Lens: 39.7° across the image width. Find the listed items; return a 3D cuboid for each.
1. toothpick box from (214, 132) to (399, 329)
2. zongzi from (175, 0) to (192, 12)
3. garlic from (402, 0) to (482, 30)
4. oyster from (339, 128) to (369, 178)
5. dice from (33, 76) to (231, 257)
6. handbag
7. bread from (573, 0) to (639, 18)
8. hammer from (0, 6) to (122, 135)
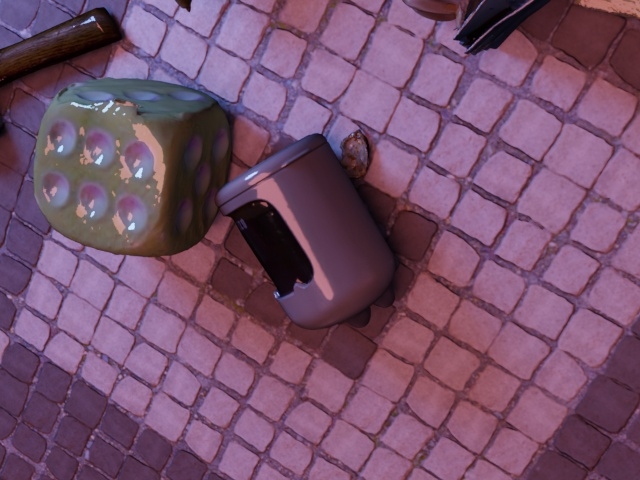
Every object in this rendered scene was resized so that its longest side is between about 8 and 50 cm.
[{"bbox_3d":[0.000,0.000,1.449,0.229,0.229,0.316,-30,95,24],"label":"toothpick box"},{"bbox_3d":[-0.195,-0.602,1.237,0.447,0.181,0.418,-35,113,24],"label":"zongzi"},{"bbox_3d":[0.159,-0.409,1.327,0.194,0.127,0.131,35,71,24],"label":"garlic"},{"bbox_3d":[0.058,-0.145,1.480,0.054,0.019,0.083,12,110,17],"label":"oyster"},{"bbox_3d":[-0.308,-0.130,1.485,0.252,0.250,0.254,15,108,14],"label":"dice"},{"bbox_3d":[0.263,-0.324,1.249,0.057,0.221,0.144,46,115,3],"label":"handbag"},{"bbox_3d":[0.472,-0.369,1.266,0.193,0.036,0.112,18,105,17],"label":"bread"},{"bbox_3d":[-0.548,-0.330,1.603,0.408,0.095,0.242,-16,99,20],"label":"hammer"}]
